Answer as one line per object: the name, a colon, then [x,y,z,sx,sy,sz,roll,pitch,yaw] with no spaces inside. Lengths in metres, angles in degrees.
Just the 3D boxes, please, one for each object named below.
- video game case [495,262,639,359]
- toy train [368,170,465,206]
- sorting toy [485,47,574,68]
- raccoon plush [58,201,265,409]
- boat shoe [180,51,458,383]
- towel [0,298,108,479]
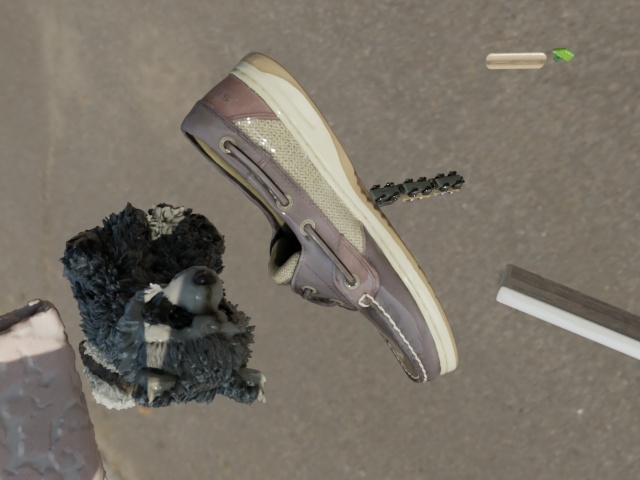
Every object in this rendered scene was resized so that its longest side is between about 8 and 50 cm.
video game case: [0.297,0.083,1.382,0.190,0.173,0.022,22,101,8]
toy train: [0.121,-0.063,1.525,0.036,0.158,0.027,-47,61,49]
sorting toy: [0.202,-0.176,1.156,0.083,0.062,0.012,0,89,8]
raccoon plush: [-0.187,0.166,1.542,0.446,0.216,0.299,93,158,-51]
boat shoe: [0.000,0.000,0.881,0.285,0.092,0.103,57,169,-20]
towel: [-0.319,0.253,0.999,0.053,0.317,0.332,27,135,46]
